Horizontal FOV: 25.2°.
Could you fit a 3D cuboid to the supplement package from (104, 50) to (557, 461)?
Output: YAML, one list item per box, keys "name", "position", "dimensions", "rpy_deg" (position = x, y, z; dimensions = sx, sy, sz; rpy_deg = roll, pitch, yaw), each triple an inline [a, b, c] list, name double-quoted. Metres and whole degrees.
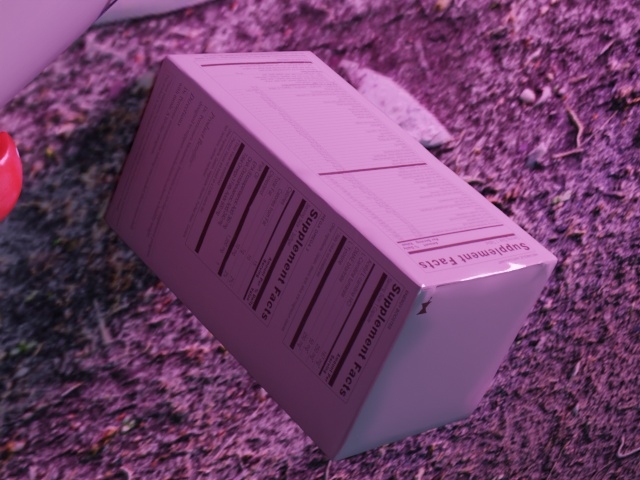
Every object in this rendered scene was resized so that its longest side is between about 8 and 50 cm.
- name: "supplement package"
  position: [0.000, 0.000, 0.904]
  dimensions: [0.139, 0.244, 0.133]
  rpy_deg: [-9, 133, -45]

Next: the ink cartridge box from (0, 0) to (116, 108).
- name: "ink cartridge box"
  position: [-0.139, -0.066, 0.466]
  dimensions: [0.308, 0.091, 0.385]
  rpy_deg: [-47, -165, -23]

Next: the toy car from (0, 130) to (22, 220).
- name: "toy car"
  position: [-0.285, 0.029, 0.778]
  dimensions: [0.239, 0.053, 0.225]
  rpy_deg: [10, 118, -54]
